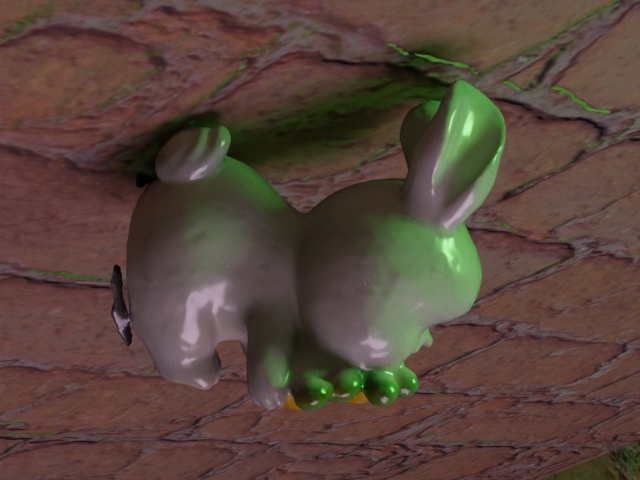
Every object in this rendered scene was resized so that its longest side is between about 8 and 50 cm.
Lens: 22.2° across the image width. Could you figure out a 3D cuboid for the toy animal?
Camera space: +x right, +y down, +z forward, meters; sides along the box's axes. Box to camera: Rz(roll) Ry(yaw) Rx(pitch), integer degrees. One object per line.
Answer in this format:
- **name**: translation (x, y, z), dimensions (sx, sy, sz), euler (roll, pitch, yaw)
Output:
- **toy animal**: translation (0.001, 0.006, 1.300), dimensions (0.310, 0.247, 0.183), euler (-3, 180, 14)
